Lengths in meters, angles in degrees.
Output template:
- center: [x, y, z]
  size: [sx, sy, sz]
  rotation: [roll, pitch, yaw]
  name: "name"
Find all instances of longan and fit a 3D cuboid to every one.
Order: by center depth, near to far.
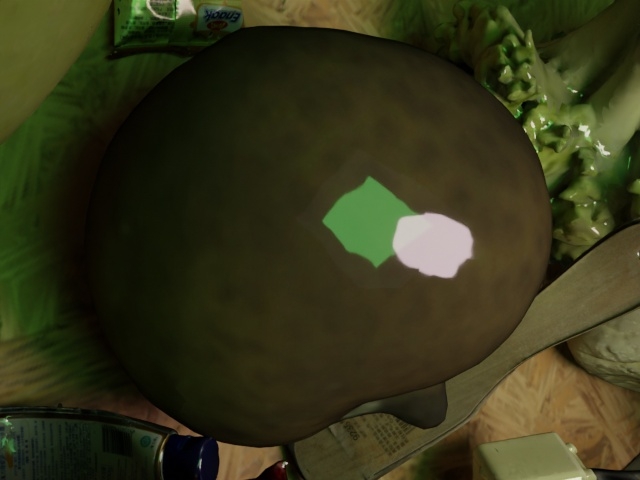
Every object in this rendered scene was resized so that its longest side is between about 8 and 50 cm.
- center: [0.000, 0.000, 0.846]
  size: [0.300, 0.243, 0.300]
  rotation: [-2, 118, -3]
  name: "longan"

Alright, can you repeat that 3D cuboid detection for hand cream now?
- center: [-0.146, 0.136, 0.833]
  size: [0.039, 0.163, 0.062]
  rotation: [-38, 128, -75]
  name: "hand cream"

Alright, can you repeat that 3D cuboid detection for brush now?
- center: [0.117, 0.084, 0.941]
  size: [0.070, 0.327, 0.065]
  rotation: [60, 25, 12]
  name: "brush"

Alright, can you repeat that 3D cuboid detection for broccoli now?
- center: [0.254, -0.110, 0.966]
  size: [0.348, 0.281, 0.293]
  rotation: [28, 68, 8]
  name: "broccoli"

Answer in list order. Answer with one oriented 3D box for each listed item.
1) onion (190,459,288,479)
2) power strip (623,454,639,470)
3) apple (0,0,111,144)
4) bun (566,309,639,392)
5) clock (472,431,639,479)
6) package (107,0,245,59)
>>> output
- center: [-0.089, 0.304, 0.771]
  size: [0.341, 0.341, 0.341]
  rotation: [-4, 96, -36]
  name: "onion"
- center: [0.420, 0.168, 1.266]
  size: [0.385, 0.091, 0.062]
  rotation: [-34, 116, -29]
  name: "power strip"
- center: [-0.244, -0.181, 0.593]
  size: [0.357, 0.357, 0.357]
  rotation: [-4, 96, -36]
  name: "apple"
- center: [0.328, 0.044, 1.154]
  size: [0.244, 0.153, 0.243]
  rotation: [-8, 103, -35]
  name: "bun"
- center: [0.309, 0.242, 1.085]
  size: [0.379, 0.120, 0.276]
  rotation: [-12, 118, -11]
  name: "clock"
- center: [-0.094, -0.183, 0.894]
  size: [0.108, 0.031, 0.120]
  rotation: [-6, 103, -35]
  name: "package"
